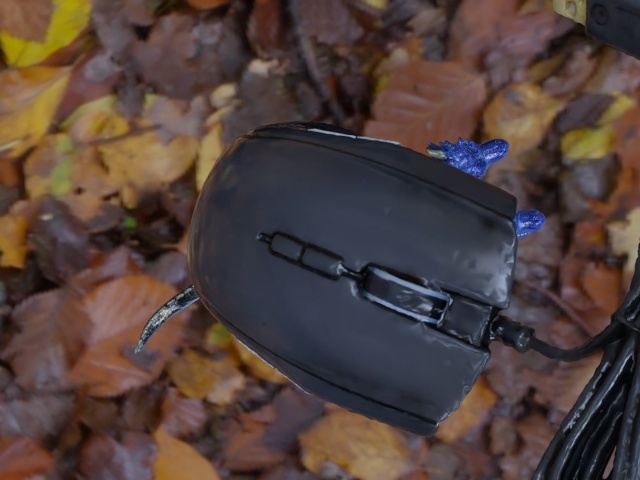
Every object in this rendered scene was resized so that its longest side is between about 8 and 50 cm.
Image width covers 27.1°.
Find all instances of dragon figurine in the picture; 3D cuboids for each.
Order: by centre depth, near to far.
[{"bbox_3d":[0.000,0.000,0.880,0.289,0.144,0.085,-10,72,4],"label":"dragon figurine"}]

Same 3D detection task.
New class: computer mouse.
[{"bbox_3d":[0.033,-0.020,0.467,0.060,0.262,0.184,15,102,-40],"label":"computer mouse"}]
